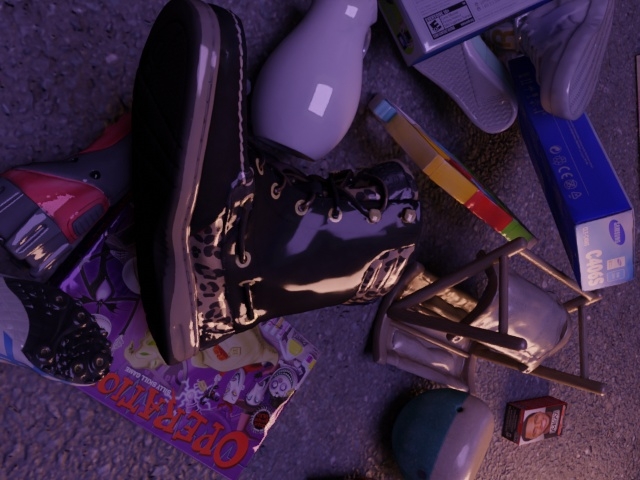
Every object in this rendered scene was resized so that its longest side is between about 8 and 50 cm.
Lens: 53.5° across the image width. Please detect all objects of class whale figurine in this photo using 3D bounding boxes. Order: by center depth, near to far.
[{"bbox_3d":[0.179,0.356,1.025,0.216,0.141,0.272,-41,146,-47],"label":"whale figurine"}]

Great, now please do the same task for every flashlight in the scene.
[{"bbox_3d":[-0.216,-0.100,0.659,0.304,0.103,0.103,-50,125,-24],"label":"flashlight"}]

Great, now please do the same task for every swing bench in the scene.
[{"bbox_3d":[0.257,0.132,0.968,0.253,0.254,0.165,27,61,-38],"label":"swing bench"}]

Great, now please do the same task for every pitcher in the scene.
[{"bbox_3d":[0.004,-0.202,0.790,0.207,0.125,0.178,-67,160,0],"label":"pitcher"}]

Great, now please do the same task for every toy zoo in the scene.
[{"bbox_3d":[0.172,-0.106,0.886,0.293,0.192,0.030,31,110,-37],"label":"toy zoo"}]

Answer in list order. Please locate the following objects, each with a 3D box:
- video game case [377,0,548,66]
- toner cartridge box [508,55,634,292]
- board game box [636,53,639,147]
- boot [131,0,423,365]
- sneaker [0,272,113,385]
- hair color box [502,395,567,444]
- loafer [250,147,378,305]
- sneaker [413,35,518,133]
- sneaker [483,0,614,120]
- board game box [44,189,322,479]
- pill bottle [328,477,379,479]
[{"bbox_3d":[0.179,-0.394,0.832,0.269,0.061,0.244,-28,95,-17],"label":"video game case"},{"bbox_3d":[0.364,-0.114,0.938,0.165,0.075,0.348,56,23,-47],"label":"toner cartridge box"},{"bbox_3d":[0.812,-0.280,1.397,0.318,0.066,0.319,-22,111,-31],"label":"board game box"},{"bbox_3d":[-0.034,-0.048,0.640,0.284,0.138,0.377,-9,128,-27],"label":"boot"},{"bbox_3d":[-0.312,0.076,0.602,0.237,0.086,0.085,28,50,-20],"label":"sneaker"},{"bbox_3d":[0.420,0.350,1.239,0.141,0.043,0.072,3,98,-36],"label":"hair color box"},{"bbox_3d":[0.000,0.000,0.830,0.302,0.095,0.109,45,71,-33],"label":"loafer"},{"bbox_3d":[0.199,-0.281,0.950,0.256,0.094,0.151,50,27,-10],"label":"sneaker"},{"bbox_3d":[0.311,-0.273,0.911,0.292,0.169,0.108,-58,144,-37],"label":"sneaker"},{"bbox_3d":[-0.165,0.126,0.766,0.208,0.056,0.347,-52,124,-12],"label":"board game box"},{"bbox_3d":[0.052,0.401,0.951,0.152,0.086,0.086,13,91,-38],"label":"pill bottle"}]
